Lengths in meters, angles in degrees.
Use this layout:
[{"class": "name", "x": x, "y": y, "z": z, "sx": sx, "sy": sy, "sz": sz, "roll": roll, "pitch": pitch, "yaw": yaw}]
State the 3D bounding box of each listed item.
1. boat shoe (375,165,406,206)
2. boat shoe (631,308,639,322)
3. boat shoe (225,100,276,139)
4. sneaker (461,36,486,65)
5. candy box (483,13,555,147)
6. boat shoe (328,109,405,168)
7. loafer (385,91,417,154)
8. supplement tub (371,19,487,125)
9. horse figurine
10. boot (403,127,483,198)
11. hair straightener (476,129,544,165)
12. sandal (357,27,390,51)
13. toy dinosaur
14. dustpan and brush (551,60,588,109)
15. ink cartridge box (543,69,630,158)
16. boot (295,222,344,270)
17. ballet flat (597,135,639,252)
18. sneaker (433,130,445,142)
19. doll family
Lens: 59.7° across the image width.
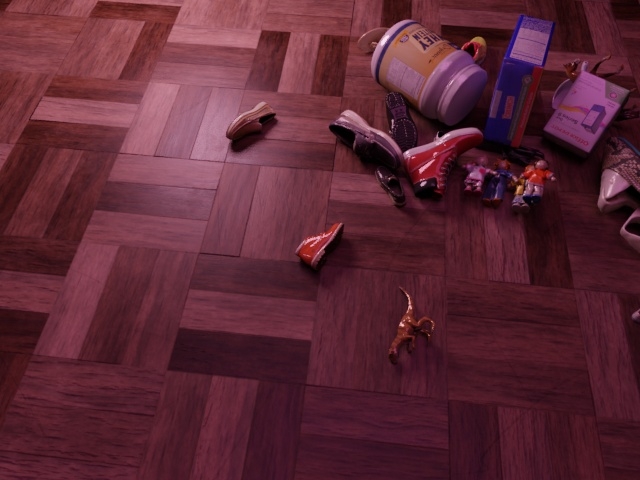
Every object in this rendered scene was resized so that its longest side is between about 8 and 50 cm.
[{"class": "boat shoe", "x": 0.209, "y": -0.169, "z": 1.626, "sx": 0.056, "sy": 0.049, "sz": 0.152, "roll": -22, "pitch": 58, "yaw": -14}, {"class": "boat shoe", "x": 0.832, "y": 0.173, "z": 1.404, "sx": 0.100, "sy": 0.035, "sz": 0.035, "roll": -19, "pitch": 58, "yaw": -13}, {"class": "boat shoe", "x": -0.214, "y": -0.369, "z": 1.756, "sx": 0.072, "sy": 0.068, "sz": 0.190, "roll": 39, "pitch": 63, "yaw": 10}, {"class": "sneaker", "x": 0.530, "y": -0.657, "z": 1.937, "sx": 0.081, "sy": 0.094, "sz": 0.209, "roll": 22, "pitch": 57, "yaw": 16}, {"class": "candy box", "x": 0.601, "y": -0.486, "z": 1.689, "sx": 0.122, "sy": 0.268, "sz": 0.317, "roll": 18, "pitch": 48, "yaw": 15}, {"class": "boat shoe", "x": 0.136, "y": -0.293, "z": 1.686, "sx": 0.092, "sy": 0.103, "sz": 0.285, "roll": -36, "pitch": 59, "yaw": -16}, {"class": "loafer", "x": 0.253, "y": -0.354, "z": 1.740, "sx": 0.080, "sy": 0.078, "sz": 0.220, "roll": -8, "pitch": 73, "yaw": 2}, {"class": "supplement tub", "x": 0.342, "y": -0.529, "z": 1.767, "sx": 0.228, "sy": 0.228, "sz": 0.316, "roll": -37, "pitch": 63, "yaw": -23}, {"class": "horse figurine", "x": 0.888, "y": -0.468, "z": 1.751, "sx": 0.066, "sy": 0.174, "sz": 0.263, "roll": -41, "pitch": 100, "yaw": -24}, {"class": "boot", "x": 0.373, "y": -0.214, "z": 1.615, "sx": 0.244, "sy": 0.088, "sz": 0.176, "roll": -22, "pitch": 57, "yaw": 12}, {"class": "hair straightener", "x": 0.580, "y": -0.264, "z": 1.705, "sx": 0.230, "sy": 0.047, "sz": 0.089, "roll": 24, "pitch": 59, "yaw": 10}, {"class": "sandal", "x": 0.257, "y": -0.693, "z": 1.965, "sx": 0.239, "sy": 0.088, "sz": 0.079, "roll": -8, "pitch": 50, "yaw": -12}, {"class": "toy dinosaur", "x": 0.223, "y": 0.200, "z": 1.365, "sx": 0.112, "sy": 0.064, "sz": 0.212, "roll": 16, "pitch": 57, "yaw": 12}, {"class": "dustpan and brush", "x": 0.865, "y": -0.514, "z": 1.860, "sx": 0.147, "sy": 0.060, "sz": 0.211, "roll": 18, "pitch": 58, "yaw": 11}, {"class": "ink cartridge box", "x": 0.801, "y": -0.379, "z": 1.688, "sx": 0.154, "sy": 0.093, "sz": 0.213, "roll": 36, "pitch": 100, "yaw": 22}, {"class": "boot", "x": 0.000, "y": 0.000, "z": 1.507, "sx": 0.084, "sy": 0.059, "sz": 0.158, "roll": 28, "pitch": 61, "yaw": 23}, {"class": "ballet flat", "x": 0.887, "y": -0.083, "z": 1.524, "sx": 0.182, "sy": 0.164, "sz": 0.483, "roll": -31, "pitch": 61, "yaw": 4}, {"class": "sneaker", "x": 0.376, "y": -0.290, "z": 1.716, "sx": 0.040, "sy": 0.044, "sz": 0.109, "roll": -10, "pitch": 58, "yaw": -10}, {"class": "doll family", "x": 0.541, "y": -0.167, "z": 1.608, "sx": 0.262, "sy": 0.118, "sz": 0.163, "roll": 10, "pitch": 60, "yaw": 28}]
